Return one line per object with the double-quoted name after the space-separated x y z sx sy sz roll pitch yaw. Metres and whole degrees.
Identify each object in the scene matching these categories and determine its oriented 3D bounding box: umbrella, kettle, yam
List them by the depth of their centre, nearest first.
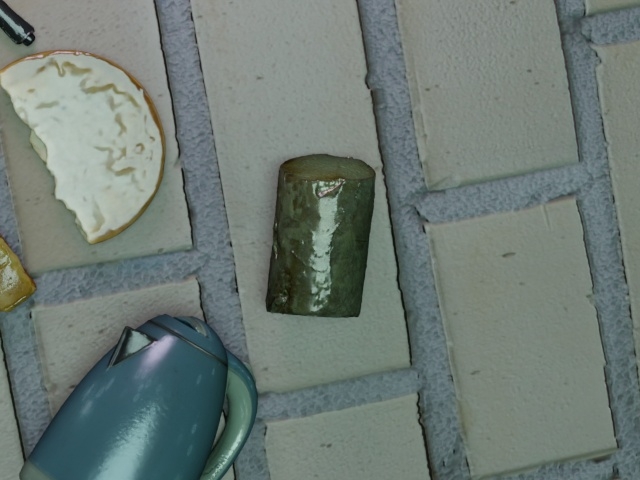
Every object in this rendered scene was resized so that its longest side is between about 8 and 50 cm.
-0.493 -0.349 1.808 0.133 0.031 0.036 44 114 -12 "umbrella"
-0.247 0.289 1.842 0.319 0.247 0.342 38 79 -42 "kettle"
0.000 0.000 1.873 0.161 0.161 0.268 5 98 -11 "yam"

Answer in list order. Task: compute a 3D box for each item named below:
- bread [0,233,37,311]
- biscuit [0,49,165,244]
-0.502 0.044 1.837 0.074 0.053 0.132 -31 102 -5 "bread"
-0.351 -0.166 1.847 0.204 0.040 0.309 -28 101 -6 "biscuit"
